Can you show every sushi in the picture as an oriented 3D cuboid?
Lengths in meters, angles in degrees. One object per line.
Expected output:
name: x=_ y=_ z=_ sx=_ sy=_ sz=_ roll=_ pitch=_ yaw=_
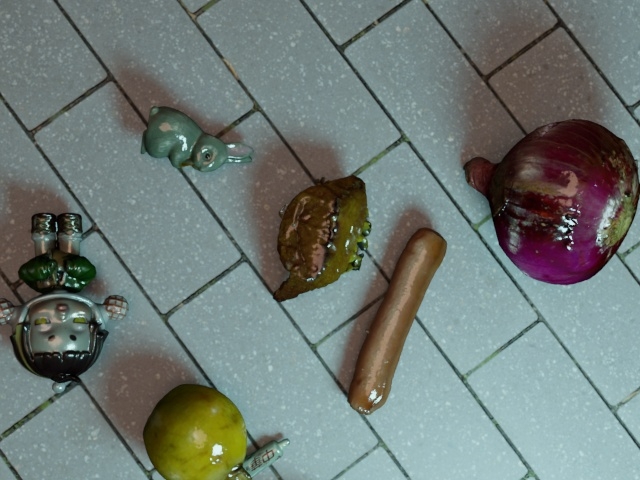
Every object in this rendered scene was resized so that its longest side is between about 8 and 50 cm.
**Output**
sushi: x=0.003 y=-0.003 z=1.824 sx=0.166 sy=0.179 sz=0.296 roll=12 pitch=82 yaw=16

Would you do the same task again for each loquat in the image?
loquat: x=-0.235 y=0.411 z=1.739 sx=0.246 sy=0.213 sz=0.213 roll=35 pitch=85 yaw=22

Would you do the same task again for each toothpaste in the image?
toothpaste: x=-0.164 y=0.489 z=1.829 sx=0.233 sy=0.038 sz=0.060 roll=-33 pitch=85 yaw=-1

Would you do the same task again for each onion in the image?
onion: x=0.460 y=-0.095 z=1.788 sx=0.385 sy=0.347 sz=0.348 roll=26 pitch=84 yaw=39

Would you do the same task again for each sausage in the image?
sausage: x=0.160 y=0.171 z=1.838 sx=0.094 sy=0.094 sz=0.419 roll=19 pitch=85 yaw=30

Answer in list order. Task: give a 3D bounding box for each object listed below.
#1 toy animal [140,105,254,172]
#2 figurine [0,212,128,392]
toy animal: x=-0.268 y=-0.202 z=1.840 sx=0.236 sy=0.138 sz=0.108 roll=20 pitch=51 yaw=4
figurine: x=-0.545 y=0.126 z=1.789 sx=0.281 sy=0.167 sz=0.370 roll=-1 pitch=77 yaw=-20
